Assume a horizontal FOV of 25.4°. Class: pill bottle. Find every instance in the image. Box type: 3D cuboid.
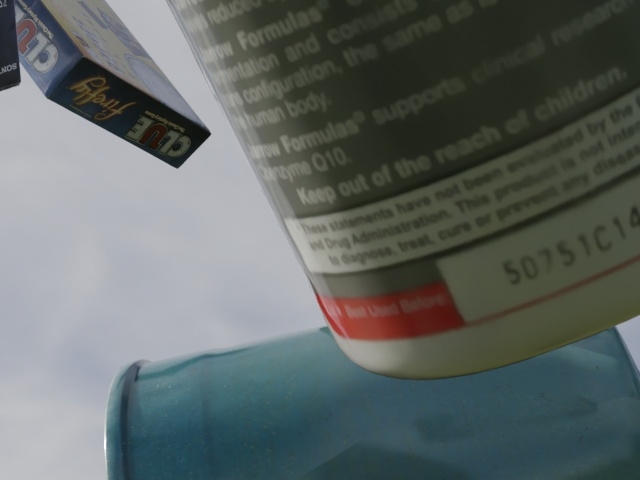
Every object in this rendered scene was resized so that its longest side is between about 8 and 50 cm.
[{"bbox_3d":[0.020,-0.117,0.425,0.161,0.161,0.283,-19,-75,27],"label":"pill bottle"}]

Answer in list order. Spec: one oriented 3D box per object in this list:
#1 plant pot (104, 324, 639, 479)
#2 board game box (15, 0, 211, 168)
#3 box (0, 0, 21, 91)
[{"bbox_3d":[0.056,0.155,0.739,0.255,0.272,0.272,-18,-29,5],"label":"plant pot"},{"bbox_3d":[-0.201,-0.170,1.090,0.042,0.243,0.165,-45,-32,10],"label":"board game box"},{"bbox_3d":[-0.206,-0.157,0.694,0.116,0.029,0.162,8,-67,24],"label":"box"}]
